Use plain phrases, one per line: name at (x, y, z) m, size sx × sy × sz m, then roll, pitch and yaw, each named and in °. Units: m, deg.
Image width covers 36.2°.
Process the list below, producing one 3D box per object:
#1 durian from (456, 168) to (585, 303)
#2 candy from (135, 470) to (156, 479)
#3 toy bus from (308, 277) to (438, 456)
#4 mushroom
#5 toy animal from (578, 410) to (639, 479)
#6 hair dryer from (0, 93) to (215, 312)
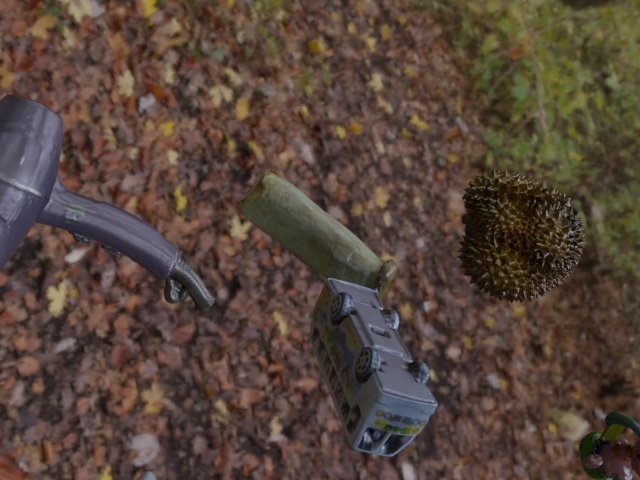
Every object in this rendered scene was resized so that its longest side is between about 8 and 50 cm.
durian at (0.242, -0.001, 1.201) m, size 0.168 × 0.158 × 0.137 m, roll 19°, pitch 18°, yaw -5°
candy at (-0.353, 0.535, 1.861) m, size 0.174 × 0.071 × 0.138 m, roll -64°, pitch 162°, yaw -74°
toy bus at (0.068, 0.187, 1.494) m, size 0.109 × 0.136 × 0.329 m, roll 19°, pitch 21°, yaw -22°
mushroom at (0.000, 0.000, 1.718) m, size 0.312 × 0.081 × 0.100 m, roll 36°, pitch 89°, yaw -8°
toy animal at (0.415, 0.278, 1.291) m, size 0.100 × 0.208 × 0.103 m, roll -20°, pitch 88°, yaw -9°
hair dryer at (-0.291, 0.025, 1.185) m, size 0.361 × 0.121 × 0.301 m, roll 24°, pitch 82°, yaw -24°
